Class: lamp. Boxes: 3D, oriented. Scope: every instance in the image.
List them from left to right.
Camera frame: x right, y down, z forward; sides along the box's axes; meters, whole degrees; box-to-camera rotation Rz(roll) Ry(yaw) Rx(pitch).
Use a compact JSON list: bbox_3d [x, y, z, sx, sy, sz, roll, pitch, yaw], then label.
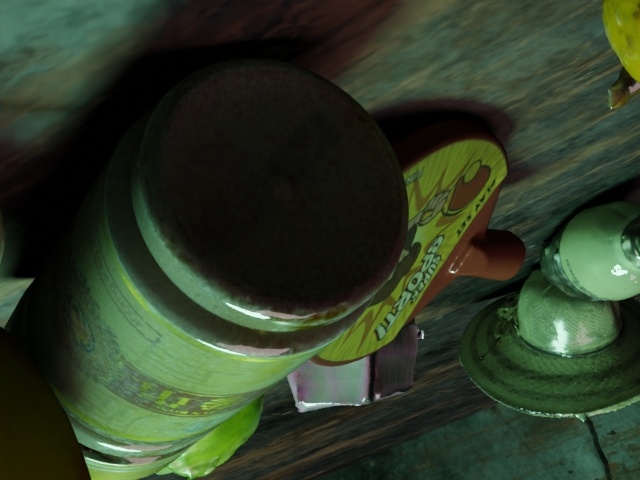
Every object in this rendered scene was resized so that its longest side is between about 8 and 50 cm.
[{"bbox_3d":[0.280,0.012,1.256,0.101,0.101,0.250,-17,177,-12],"label":"lamp"}]

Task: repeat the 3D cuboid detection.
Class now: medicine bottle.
[{"bbox_3d":[-0.082,0.032,0.735,0.151,0.151,0.322,-11,163,-30],"label":"medicine bottle"}]

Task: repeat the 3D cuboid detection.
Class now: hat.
[{"bbox_3d":[0.279,0.082,1.441,0.252,0.252,0.110,-16,123,-14],"label":"hat"}]

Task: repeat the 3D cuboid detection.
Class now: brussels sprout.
[{"bbox_3d":[-0.111,0.099,1.006,0.149,0.151,0.122,9,128,-10],"label":"brussels sprout"}]

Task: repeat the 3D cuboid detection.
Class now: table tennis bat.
[{"bbox_3d":[0.074,0.004,0.918,0.200,0.038,0.310,-57,153,15],"label":"table tennis bat"}]

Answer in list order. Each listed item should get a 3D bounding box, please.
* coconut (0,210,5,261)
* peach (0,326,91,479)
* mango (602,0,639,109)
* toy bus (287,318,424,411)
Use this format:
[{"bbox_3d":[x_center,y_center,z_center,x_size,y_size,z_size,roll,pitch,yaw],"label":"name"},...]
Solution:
[{"bbox_3d":[-0.193,-0.005,0.478,0.153,0.147,0.147,5,153,-38],"label":"coconut"},{"bbox_3d":[-0.284,0.166,0.653,0.308,0.307,0.332,-32,177,39],"label":"peach"},{"bbox_3d":[0.253,-0.159,0.577,0.317,0.119,0.176,-38,156,27],"label":"mango"},{"bbox_3d":[0.031,0.087,1.125,0.090,0.112,0.274,-7,174,12],"label":"toy bus"}]
